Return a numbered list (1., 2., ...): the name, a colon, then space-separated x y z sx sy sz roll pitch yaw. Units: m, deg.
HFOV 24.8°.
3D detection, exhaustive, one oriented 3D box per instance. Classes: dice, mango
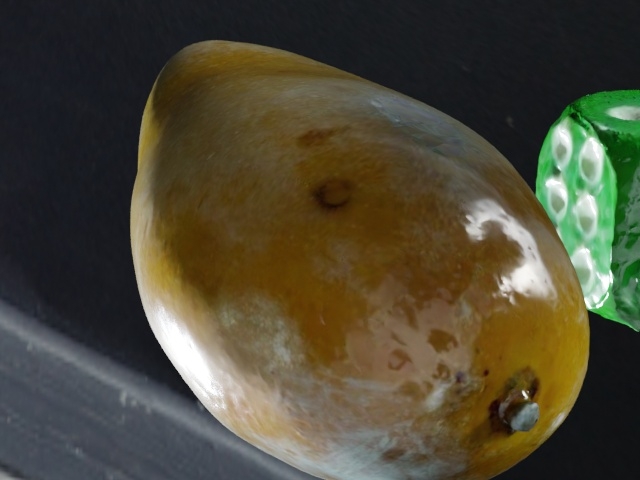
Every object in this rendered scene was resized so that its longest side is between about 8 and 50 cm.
1. dice: 0.215 -0.022 0.932 0.120 0.131 0.128 -3 -67 -14
2. mango: 0.000 0.000 0.799 0.221 0.384 0.199 6 -64 -33
